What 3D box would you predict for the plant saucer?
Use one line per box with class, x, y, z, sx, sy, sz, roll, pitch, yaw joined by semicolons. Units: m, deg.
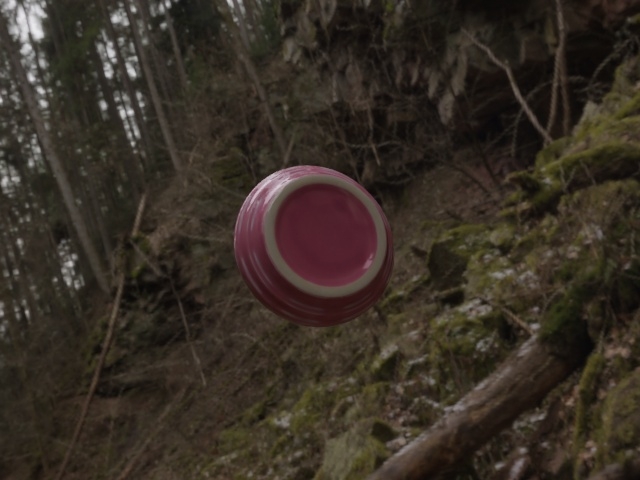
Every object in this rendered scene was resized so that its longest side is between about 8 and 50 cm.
plant saucer;0.000;0.000;1.305;0.332;0.332;0.084;-14;-12;-22
